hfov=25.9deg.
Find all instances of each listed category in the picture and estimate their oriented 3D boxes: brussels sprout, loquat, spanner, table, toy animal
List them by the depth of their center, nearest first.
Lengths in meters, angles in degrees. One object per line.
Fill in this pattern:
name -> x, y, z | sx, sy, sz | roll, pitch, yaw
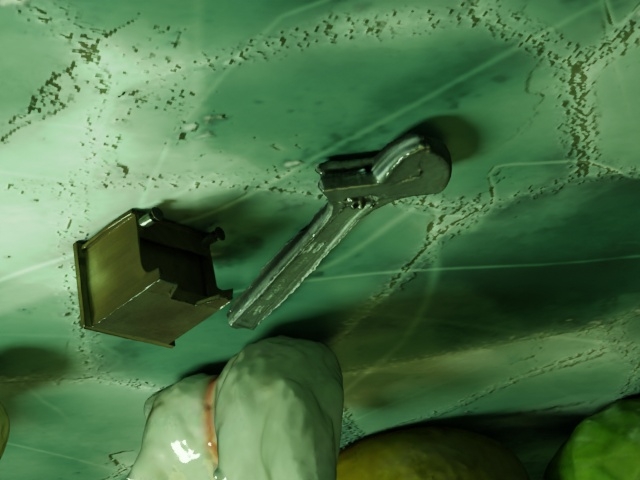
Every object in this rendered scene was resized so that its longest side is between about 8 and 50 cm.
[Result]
table -> -0.118, 0.024, 1.003 | 0.083, 0.070, 0.082 | 19, 140, -42
spanner -> 0.000, 0.000, 1.042 | 0.093, 0.026, 0.325 | 3, 154, -25
toy animal -> -0.071, 0.192, 1.193 | 0.188, 0.308, 0.266 | 16, 128, -4
loquat -> 0.110, 0.344, 1.520 | 0.284, 0.276, 0.276 | -19, 153, 10
brussels sprout -> 0.364, 0.280, 1.536 | 0.244, 0.244, 0.244 | -7, 155, -3

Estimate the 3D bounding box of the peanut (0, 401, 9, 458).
peanut -> -0.352, 0.186, 1.222 | 0.101, 0.117, 0.263 | -12, 162, -48
